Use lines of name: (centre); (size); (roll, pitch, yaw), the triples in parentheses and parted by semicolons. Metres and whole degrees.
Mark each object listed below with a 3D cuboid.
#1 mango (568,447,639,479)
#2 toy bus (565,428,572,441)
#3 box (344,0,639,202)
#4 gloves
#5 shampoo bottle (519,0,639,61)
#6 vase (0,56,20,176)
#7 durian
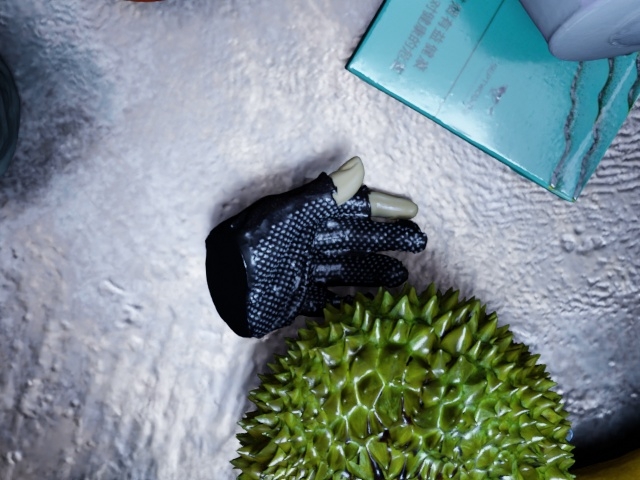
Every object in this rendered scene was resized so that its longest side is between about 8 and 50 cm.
mango: (0.252, 0.276, 0.925); (0.359, 0.144, 0.187); (-28, 114, 0)
toy bus: (0.182, 0.185, 0.957); (0.038, 0.046, 0.083); (41, 97, -8)
box: (0.156, -0.155, 0.902); (0.226, 0.042, 0.161); (29, 96, -7)
gloves: (-0.001, 0.002, 0.903); (0.180, 0.106, 0.129); (-21, 102, -29)
shampoo bottle: (0.234, -0.280, 0.762); (0.273, 0.273, 0.266); (-16, 85, -1)
vase: (-0.334, -0.077, 0.760); (0.245, 0.291, 0.245); (-1, 98, -5)
durian: (0.069, 0.160, 0.837); (0.291, 0.225, 0.291); (5, 118, 9)
